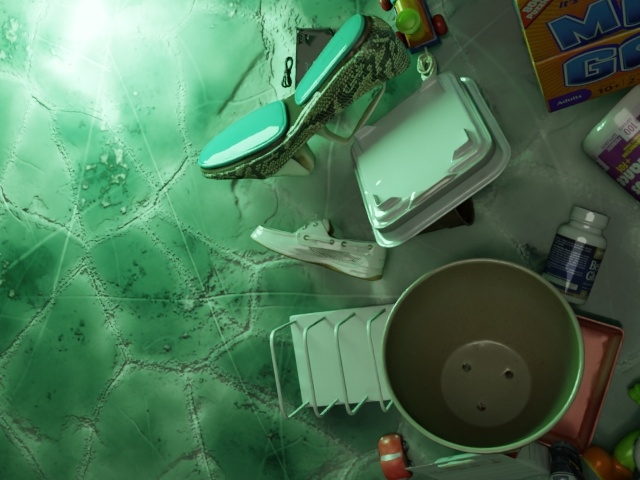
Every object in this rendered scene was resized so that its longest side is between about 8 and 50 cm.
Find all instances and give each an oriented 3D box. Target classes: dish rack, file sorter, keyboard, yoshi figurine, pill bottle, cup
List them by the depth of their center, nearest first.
[{"bbox_3d":[0.621,-0.125,1.518,0.301,0.169,0.169,44,104,10],"label":"pill bottle"},{"bbox_3d":[0.286,0.224,1.530,0.331,0.237,0.331,-5,67,11],"label":"cup"},{"bbox_3d":[0.642,0.325,1.531,0.362,0.203,0.203,-36,73,6],"label":"yoshi figurine"},{"bbox_3d":[0.175,-0.165,1.563,0.285,0.333,0.072,-35,125,17],"label":"dish rack"},{"bbox_3d":[0.473,0.026,1.609,0.094,0.094,0.169,20,99,14],"label":"pill bottle"},{"bbox_3d":[0.064,0.238,1.701,0.277,0.173,0.193,-9,92,16],"label":"file sorter"},{"bbox_3d":[-0.027,-0.341,1.768,0.108,0.023,0.180,2,93,9],"label":"keyboard"}]

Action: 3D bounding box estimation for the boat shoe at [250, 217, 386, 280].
[{"bbox_3d":[0.000,0.000,1.747,0.277,0.098,0.096,15,97,5],"label":"boat shoe"}]

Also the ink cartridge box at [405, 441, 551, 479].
[{"bbox_3d":[0.292,0.402,1.601,0.189,0.232,0.066,-21,53,31],"label":"ink cartridge box"}]

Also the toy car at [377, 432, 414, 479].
[{"bbox_3d":[0.194,0.530,1.743,0.225,0.053,0.239,17,98,15],"label":"toy car"}]

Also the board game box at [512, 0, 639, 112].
[{"bbox_3d":[0.469,-0.486,1.388,0.356,0.356,0.356,-17,65,16],"label":"board game box"}]

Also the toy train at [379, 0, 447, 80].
[{"bbox_3d":[0.180,-0.395,1.640,0.105,0.143,0.248,-20,88,17],"label":"toy train"}]

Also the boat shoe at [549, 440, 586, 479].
[{"bbox_3d":[0.470,0.444,1.626,0.065,0.183,0.083,-6,53,24],"label":"boat shoe"}]

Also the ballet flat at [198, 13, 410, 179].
[{"bbox_3d":[-0.021,-0.232,1.697,0.483,0.164,0.182,-37,123,24],"label":"ballet flat"}]

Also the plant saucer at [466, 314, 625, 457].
[{"bbox_3d":[0.417,0.250,1.665,0.259,0.048,0.258,17,98,15],"label":"plant saucer"}]

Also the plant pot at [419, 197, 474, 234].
[{"bbox_3d":[0.185,-0.079,1.659,0.165,0.167,0.167,-22,87,24],"label":"plant pot"}]
